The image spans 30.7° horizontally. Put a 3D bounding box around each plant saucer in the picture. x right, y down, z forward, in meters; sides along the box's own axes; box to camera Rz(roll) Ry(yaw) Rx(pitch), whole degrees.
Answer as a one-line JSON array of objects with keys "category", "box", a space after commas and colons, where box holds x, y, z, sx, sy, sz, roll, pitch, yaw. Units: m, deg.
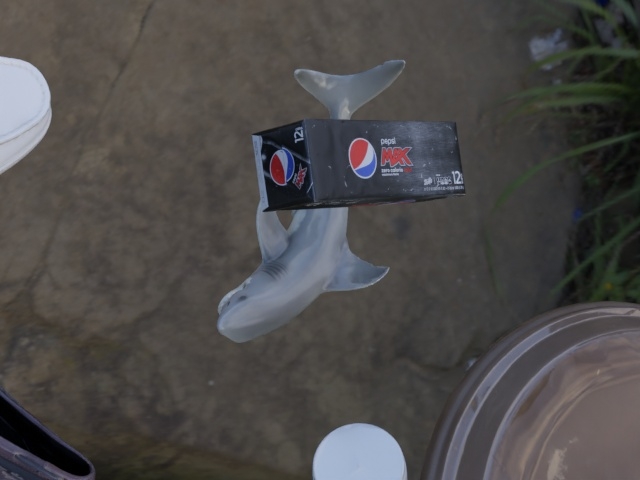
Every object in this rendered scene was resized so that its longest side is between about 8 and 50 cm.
[{"category": "plant saucer", "box": [0.187, 0.167, 0.657, 0.278, 0.041, 0.278, 6, 73, -19]}]

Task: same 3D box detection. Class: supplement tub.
[{"category": "supplement tub", "box": [0.032, 0.192, 0.891, 0.071, 0.107, 0.071, -2, 56, 3]}]

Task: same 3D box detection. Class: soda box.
[{"category": "soda box", "box": [0.031, -0.055, 0.838, 0.169, 0.053, 0.060, -5, 86, -47]}]

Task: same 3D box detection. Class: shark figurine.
[{"category": "shark figurine", "box": [0.014, -0.015, 1.046, 0.278, 0.116, 0.166, -68, 156, -14]}]

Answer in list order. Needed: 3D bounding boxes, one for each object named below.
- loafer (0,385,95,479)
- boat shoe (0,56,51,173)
[{"category": "loafer", "box": [-0.324, 0.135, 1.043, 0.302, 0.095, 0.109, 47, 26, -11]}, {"category": "boat shoe", "box": [-0.286, -0.079, 0.764, 0.277, 0.096, 0.098, -23, 79, -42]}]
